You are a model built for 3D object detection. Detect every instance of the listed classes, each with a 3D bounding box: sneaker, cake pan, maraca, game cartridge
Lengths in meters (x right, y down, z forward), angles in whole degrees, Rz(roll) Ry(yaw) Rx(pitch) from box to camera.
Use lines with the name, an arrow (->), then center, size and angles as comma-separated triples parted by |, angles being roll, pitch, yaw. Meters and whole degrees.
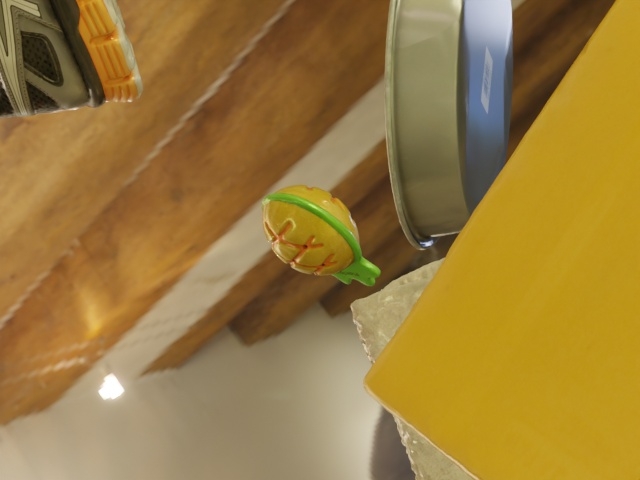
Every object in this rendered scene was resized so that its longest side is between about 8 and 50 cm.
sneaker -> -0.146, -0.135, 0.522 | 0.083, 0.084, 0.215 | -19, -50, -1
cake pan -> 0.117, -0.137, 1.037 | 0.054, 0.293, 0.293 | 3, -3, 18
maraca -> 0.000, 0.000, 1.517 | 0.127, 0.185, 0.099 | 7, 59, 48
game cartridge -> 0.185, -0.016, 0.444 | 0.053, 0.285, 0.323 | 34, -91, -33

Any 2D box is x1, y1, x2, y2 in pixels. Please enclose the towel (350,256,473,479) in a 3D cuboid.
towel -> 0.148, 0.128, 0.859 | 0.187, 0.282, 0.049 | -22, -28, 4
